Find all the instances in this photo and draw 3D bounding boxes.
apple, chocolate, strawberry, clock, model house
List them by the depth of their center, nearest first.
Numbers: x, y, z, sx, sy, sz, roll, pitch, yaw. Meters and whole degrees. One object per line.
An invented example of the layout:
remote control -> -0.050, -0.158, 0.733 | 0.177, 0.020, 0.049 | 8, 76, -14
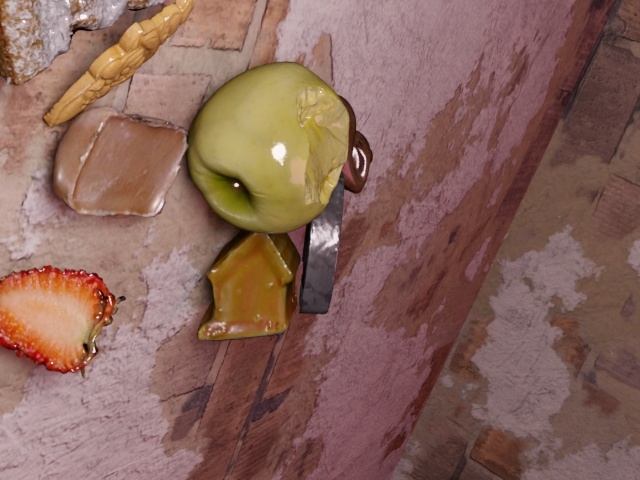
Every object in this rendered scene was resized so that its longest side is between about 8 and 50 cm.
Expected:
chocolate -> -0.290, -0.117, 1.164 | 0.161, 0.083, 0.261 | -61, 164, 6
strawberry -> -0.407, 0.101, 1.213 | 0.208, 0.087, 0.167 | 42, 58, -39
apple -> -0.081, -0.145, 1.326 | 0.279, 0.279, 0.279 | -43, 150, -32
clock -> 0.000, 0.000, 1.530 | 0.280, 0.055, 0.280 | -174, -90, -87
model house -> -0.127, 0.046, 1.592 | 0.268, 0.173, 0.239 | -80, 175, -70

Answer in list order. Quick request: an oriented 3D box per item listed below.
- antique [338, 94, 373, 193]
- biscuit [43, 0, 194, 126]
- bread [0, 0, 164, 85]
antique -> 0.027, -0.193, 1.631 | 0.143, 0.121, 0.257 | -65, 149, -10
biscuit -> -0.260, -0.231, 1.071 | 0.250, 0.035, 0.162 | -39, -176, 1
bread -> -0.235, -0.353, 0.973 | 0.416, 0.113, 0.165 | -43, 152, -33
